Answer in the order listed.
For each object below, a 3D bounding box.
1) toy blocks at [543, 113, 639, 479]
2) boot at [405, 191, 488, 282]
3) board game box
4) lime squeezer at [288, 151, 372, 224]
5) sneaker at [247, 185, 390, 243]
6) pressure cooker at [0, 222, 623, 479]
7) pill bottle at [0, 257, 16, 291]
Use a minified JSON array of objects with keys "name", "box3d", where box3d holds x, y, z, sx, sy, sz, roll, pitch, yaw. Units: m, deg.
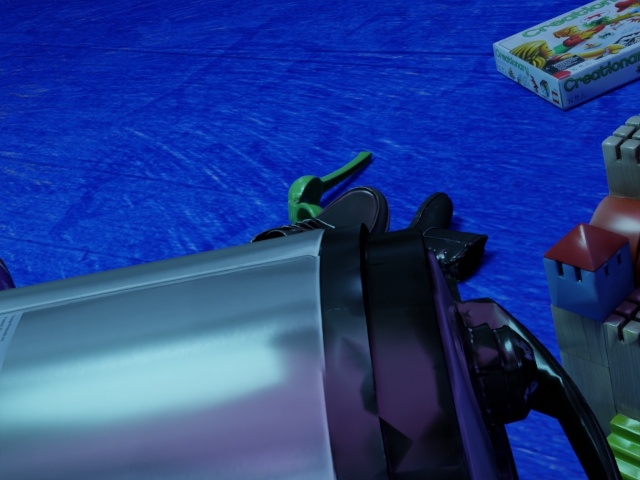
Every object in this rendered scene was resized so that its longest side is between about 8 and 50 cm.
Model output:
[{"name":"toy blocks","box3d":[0.317,-0.004,0.809,0.381,0.261,0.190,-38,36,-28]},{"name":"boot","box3d":[0.147,-0.005,1.109,0.099,0.045,0.121,11,49,43]},{"name":"board game box","box3d":[0.432,-0.296,1.406,0.305,0.053,0.193,-24,31,-8]},{"name":"lime squeezer","box3d":[0.010,-0.031,1.234,0.109,0.059,0.310,15,32,-7]},{"name":"sneaker","box3d":[0.000,0.000,1.070,0.083,0.118,0.222,21,61,31]},{"name":"pressure cooker","box3d":[-0.030,0.183,0.579,0.420,0.370,0.375,-12,-13,6]},{"name":"pill bottle","box3d":[-0.412,0.121,1.077,0.181,0.182,0.323,-28,32,-15]}]
